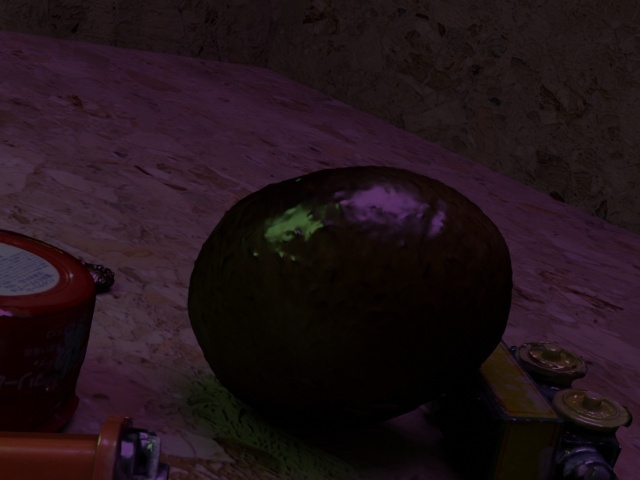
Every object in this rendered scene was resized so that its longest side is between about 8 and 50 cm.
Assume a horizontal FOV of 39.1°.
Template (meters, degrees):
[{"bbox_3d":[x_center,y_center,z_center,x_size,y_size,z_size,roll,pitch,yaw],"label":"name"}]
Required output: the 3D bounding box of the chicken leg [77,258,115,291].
[{"bbox_3d":[-0.335,0.044,1.152,0.145,0.037,0.062,10,32,-25],"label":"chicken leg"}]

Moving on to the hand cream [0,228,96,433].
[{"bbox_3d":[-0.329,0.084,0.842,0.230,0.149,0.230,13,16,-4],"label":"hand cream"}]

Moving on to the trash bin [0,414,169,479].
[{"bbox_3d":[-0.224,0.189,0.592,0.239,0.161,0.184,6,-11,-6],"label":"trash bin"}]

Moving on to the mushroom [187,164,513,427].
[{"bbox_3d":[0.051,0.034,0.981,0.331,0.334,0.356,-10,41,39],"label":"mushroom"}]

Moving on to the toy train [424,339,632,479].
[{"bbox_3d":[0.231,0.204,1.023,0.178,0.134,0.261,4,19,-12],"label":"toy train"}]
